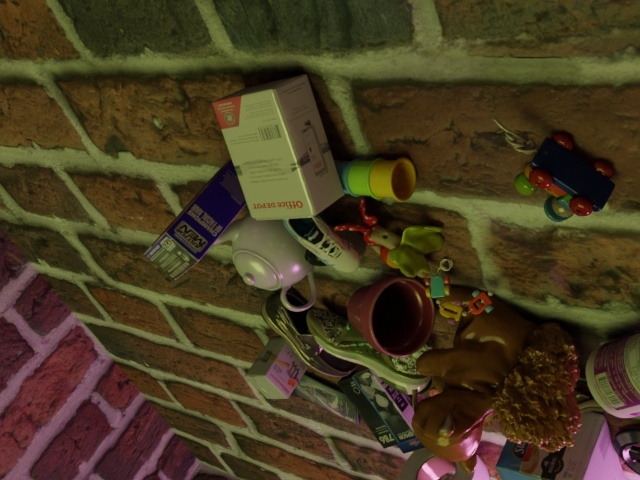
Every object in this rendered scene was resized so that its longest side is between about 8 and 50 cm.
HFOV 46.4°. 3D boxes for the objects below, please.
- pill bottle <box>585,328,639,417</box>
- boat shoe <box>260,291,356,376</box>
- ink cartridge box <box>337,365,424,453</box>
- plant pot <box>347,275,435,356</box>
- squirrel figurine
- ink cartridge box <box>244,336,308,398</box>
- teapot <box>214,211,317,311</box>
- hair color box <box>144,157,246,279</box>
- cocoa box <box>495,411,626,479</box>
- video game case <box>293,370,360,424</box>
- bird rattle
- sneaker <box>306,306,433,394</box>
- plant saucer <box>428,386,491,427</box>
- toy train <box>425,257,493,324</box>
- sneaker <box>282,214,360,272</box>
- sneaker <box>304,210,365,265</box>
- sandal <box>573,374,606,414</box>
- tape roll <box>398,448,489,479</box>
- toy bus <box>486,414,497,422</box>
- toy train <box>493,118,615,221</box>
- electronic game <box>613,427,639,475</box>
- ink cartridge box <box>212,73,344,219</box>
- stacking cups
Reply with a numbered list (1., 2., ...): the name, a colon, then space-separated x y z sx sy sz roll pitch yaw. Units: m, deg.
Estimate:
1. pill bottle: 0.703 0.254 1.528 0.169 0.169 0.301 37 148 -4
2. boat shoe: -0.026 0.289 2.284 0.355 0.132 0.130 39 148 -8
3. ink cartridge box: 0.211 0.547 2.366 0.165 0.065 0.333 -35 93 43
4. plant pot: 0.167 0.188 1.933 0.201 0.201 0.180 48 162 -20
5. squirrel figurine: 0.401 0.350 1.740 0.397 0.370 0.281 8 139 36
6. ink cartridge box: -0.141 0.433 2.535 0.128 0.176 0.127 48 146 -21
7. teapot: -0.142 0.050 2.021 0.256 0.187 0.253 14 143 29
8. hair color box: -0.267 -0.074 1.826 0.110 0.339 0.185 41 148 -11
9. cocoa box: 0.655 0.634 2.013 0.228 0.231 0.347 5 137 40
10. video game case: 0.017 0.558 2.700 0.274 0.026 0.196 21 145 20
11. bird rattle: 0.162 0.018 1.764 0.253 0.143 0.207 18 161 31
12. sneaker: 0.153 0.263 2.127 0.410 0.158 0.182 26 116 18
13. plant saucer: 0.414 0.480 2.189 0.200 0.037 0.200 30 160 12
14. toy train: 0.326 0.128 1.761 0.166 0.125 0.046 48 -171 26
15. sneaker: 0.000 0.000 1.772 0.237 0.086 0.085 41 103 -13
16. sneaker: -0.024 -0.021 1.896 0.268 0.101 0.153 38 147 -6
17. sandal: 0.644 0.364 1.807 0.302 0.120 0.086 -28 85 53
18. tape roll: 0.391 0.774 2.393 0.286 0.286 0.100 -6 130 47
19. toy bus: 0.454 0.404 2.009 0.104 0.202 0.191 52 168 35
20. toy train: 0.399 -0.130 1.378 0.248 0.105 0.143 34 162 1
21. electronic game: 0.859 0.551 1.888 0.229 0.048 0.229 26 148 18
22. ink cartridge box: -0.093 -0.198 1.634 0.207 0.117 0.283 -1 114 43
23. stacking cups: 0.065 -0.144 1.683 0.316 0.096 0.096 8 140 44
